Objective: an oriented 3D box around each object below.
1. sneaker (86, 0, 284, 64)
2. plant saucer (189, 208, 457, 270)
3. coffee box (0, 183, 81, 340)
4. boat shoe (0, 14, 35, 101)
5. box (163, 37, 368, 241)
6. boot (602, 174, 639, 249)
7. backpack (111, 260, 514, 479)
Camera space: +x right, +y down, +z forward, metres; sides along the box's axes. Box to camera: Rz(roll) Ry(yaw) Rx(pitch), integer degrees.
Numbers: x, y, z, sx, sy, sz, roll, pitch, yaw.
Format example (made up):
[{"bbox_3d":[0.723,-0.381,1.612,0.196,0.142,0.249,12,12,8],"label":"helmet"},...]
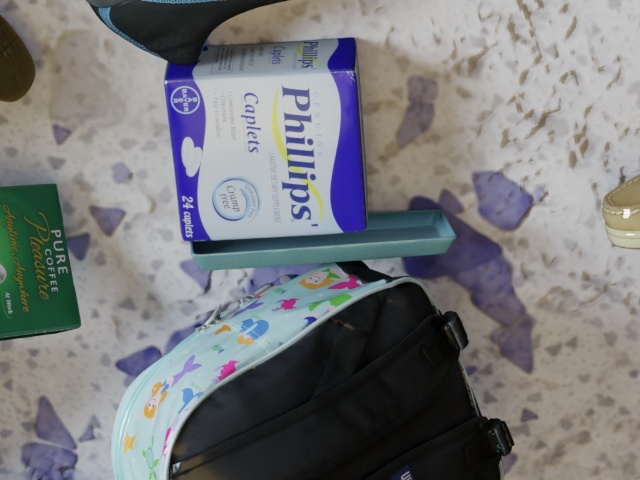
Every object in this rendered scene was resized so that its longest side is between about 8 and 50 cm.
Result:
[{"bbox_3d":[-0.016,-0.251,1.277,0.341,0.125,0.139,-31,136,10],"label":"sneaker"},{"bbox_3d":[0.000,0.000,1.376,0.192,0.067,0.018,-5,110,-5],"label":"plant saucer"},{"bbox_3d":[-0.263,0.021,1.338,0.040,0.184,0.113,-19,81,49],"label":"coffee box"},{"bbox_3d":[-0.270,-0.155,1.346,0.153,0.048,0.056,34,86,-19],"label":"boat shoe"},{"bbox_3d":[-0.037,-0.073,1.357,0.137,0.072,0.126,-4,113,2],"label":"box"},{"bbox_3d":[0.290,-0.123,1.317,0.262,0.095,0.203,-25,111,9],"label":"boot"},{"bbox_3d":[-0.023,0.151,1.360,0.253,0.191,0.225,-34,114,-26],"label":"backpack"}]
